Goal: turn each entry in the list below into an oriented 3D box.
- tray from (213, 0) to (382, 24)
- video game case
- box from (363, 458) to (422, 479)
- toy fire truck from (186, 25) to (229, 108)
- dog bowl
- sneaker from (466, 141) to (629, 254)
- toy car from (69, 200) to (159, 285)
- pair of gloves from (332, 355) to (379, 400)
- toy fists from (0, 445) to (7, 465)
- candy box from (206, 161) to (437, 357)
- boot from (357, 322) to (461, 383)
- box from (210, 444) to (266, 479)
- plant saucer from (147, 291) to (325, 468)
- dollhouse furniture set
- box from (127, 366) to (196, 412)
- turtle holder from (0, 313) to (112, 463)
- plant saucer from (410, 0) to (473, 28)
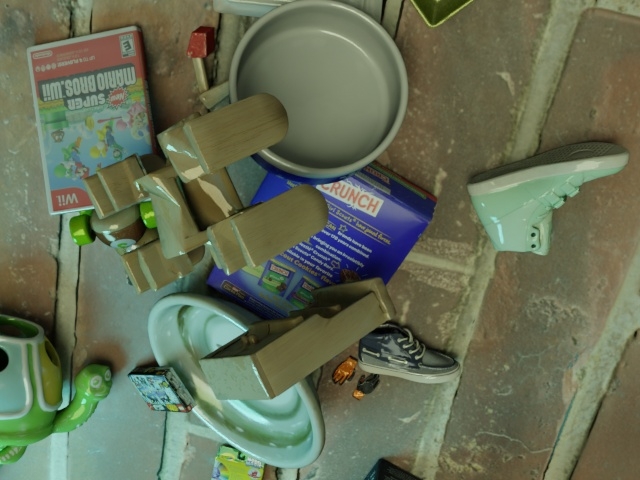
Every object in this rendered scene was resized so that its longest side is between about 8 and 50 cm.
[{"bbox_3d":[-0.036,-0.408,1.312,0.270,0.030,0.145,8,115,6],"label":"tray"},{"bbox_3d":[-0.375,-0.197,1.417,0.204,0.025,0.285,-8,91,13],"label":"video game case"},{"bbox_3d":[0.114,0.555,1.645,0.108,0.207,0.153,28,117,-4],"label":"box"},{"bbox_3d":[-0.150,-0.245,1.400,0.135,0.047,0.192,9,117,6],"label":"toy fire truck"},{"bbox_3d":[-0.006,-0.219,1.283,0.265,0.104,0.265,1,84,-7],"label":"dog bowl"},{"bbox_3d":[0.378,-0.061,1.366,0.256,0.094,0.151,-15,106,27],"label":"sneaker"},{"bbox_3d":[-0.328,0.001,1.508,0.155,0.149,0.188,-14,124,5],"label":"toy car"},{"bbox_3d":[0.067,0.264,1.626,0.083,0.010,0.074,34,116,-8],"label":"pair of gloves"},{"bbox_3d":[-0.750,0.455,1.818,0.142,0.096,0.279,37,117,-7],"label":"toy fists"},{"bbox_3d":[0.000,0.000,1.450,0.268,0.122,0.317,31,118,-3],"label":"candy box"},{"bbox_3d":[0.160,0.201,1.545,0.190,0.069,0.086,4,119,10],"label":"boot"},{"bbox_3d":[-0.174,0.497,1.763,0.105,0.043,0.179,16,119,3],"label":"box"},{"bbox_3d":[-0.135,0.236,1.549,0.400,0.100,0.400,26,139,25],"label":"plant saucer"},{"bbox_3d":[-0.099,-0.001,1.256,0.362,0.256,0.394,-15,102,53],"label":"dollhouse furniture set"},{"bbox_3d":[-0.310,0.291,1.662,0.137,0.027,0.094,-10,117,47],"label":"box"},{"bbox_3d":[-0.590,0.278,1.626,0.320,0.243,0.227,19,100,11],"label":"turtle holder"},{"bbox_3d":[0.186,-0.441,1.247,0.188,0.045,0.188,-33,106,22],"label":"plant saucer"}]
